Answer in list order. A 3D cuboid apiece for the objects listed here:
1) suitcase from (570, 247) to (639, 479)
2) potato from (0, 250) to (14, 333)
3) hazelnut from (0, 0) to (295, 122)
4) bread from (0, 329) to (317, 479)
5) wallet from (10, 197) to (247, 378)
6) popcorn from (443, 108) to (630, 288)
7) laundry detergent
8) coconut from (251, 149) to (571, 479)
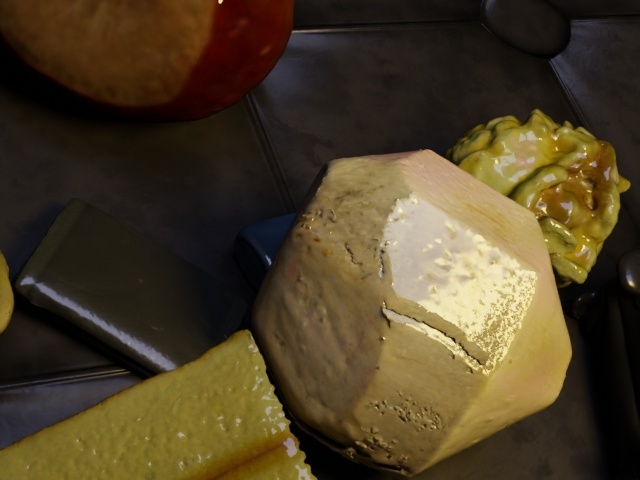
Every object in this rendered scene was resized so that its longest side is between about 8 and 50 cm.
[{"bbox_3d":[0.498,0.187,1.663,0.340,0.188,0.345,13,49,-19],"label":"suitcase"},{"bbox_3d":[-0.379,0.052,1.480,0.092,0.070,0.137,-13,68,-8],"label":"potato"},{"bbox_3d":[-0.221,-0.336,1.677,0.409,0.359,0.359,28,49,-9],"label":"hazelnut"},{"bbox_3d":[-0.214,0.269,1.274,0.362,0.245,0.233,-10,59,-32],"label":"bread"},{"bbox_3d":[-0.212,0.065,1.556,0.245,0.052,0.168,32,45,-4],"label":"wallet"},{"bbox_3d":[0.270,-0.052,1.704,0.259,0.259,0.212,38,80,10],"label":"popcorn"},{"bbox_3d":[0.000,0.001,1.678,0.206,0.061,0.096,-19,55,-33],"label":"laundry detergent"},{"bbox_3d":[0.103,0.082,1.490,0.353,0.352,0.352,11,51,-13],"label":"coconut"}]
